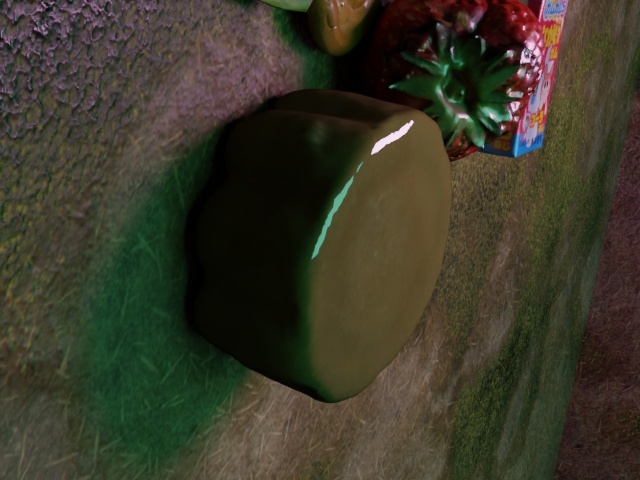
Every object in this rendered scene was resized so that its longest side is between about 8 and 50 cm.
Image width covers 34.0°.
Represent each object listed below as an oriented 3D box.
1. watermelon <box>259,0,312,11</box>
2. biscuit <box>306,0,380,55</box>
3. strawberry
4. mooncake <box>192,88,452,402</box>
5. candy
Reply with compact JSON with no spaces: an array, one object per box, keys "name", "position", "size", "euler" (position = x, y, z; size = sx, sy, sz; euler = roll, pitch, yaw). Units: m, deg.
[{"name":"watermelon","position":[-0.033,-0.355,1.125],"size":[0.193,0.137,0.145],"euler":[43,32,-71]},{"name":"biscuit","position":[0.044,-0.357,1.310],"size":[0.262,0.037,0.262],"euler":[15,90,-73]},{"name":"strawberry","position":[0.175,-0.242,1.464],"size":[0.288,0.250,0.238],"euler":[-104,-149,-63]},{"name":"mooncake","position":[0.000,0.000,1.287],"size":[0.378,0.201,0.378],"euler":[-37,136,-46]},{"name":"candy","position":[0.336,-0.303,1.764],"size":[0.157,0.100,0.305],"euler":[-22,123,-59]}]
